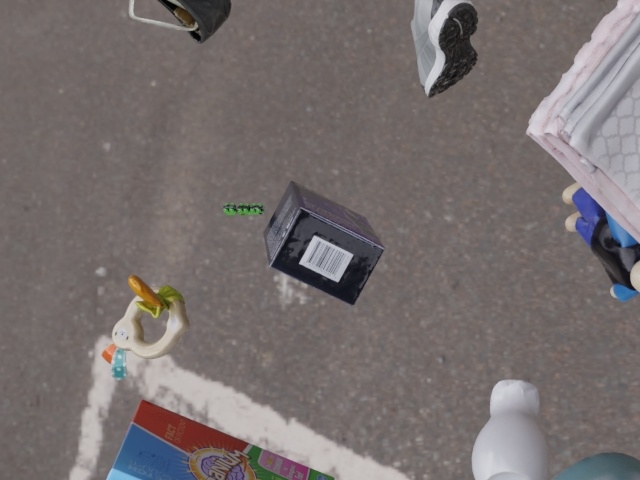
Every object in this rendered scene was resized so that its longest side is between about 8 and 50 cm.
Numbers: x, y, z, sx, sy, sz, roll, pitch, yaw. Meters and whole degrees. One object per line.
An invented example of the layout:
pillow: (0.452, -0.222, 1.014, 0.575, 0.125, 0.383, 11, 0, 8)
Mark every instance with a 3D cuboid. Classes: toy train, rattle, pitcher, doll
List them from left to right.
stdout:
rattle: (-0.329, 0.151, 1.645, 0.199, 0.143, 0.130, -29, 79, 18)
toy train: (-0.138, -0.055, 1.773, 0.083, 0.024, 0.017, 2, 57, 22)
pitcher: (0.320, 0.364, 1.649, 0.125, 0.207, 0.178, 3, 121, 11)
doll: (0.308, 0.000, 1.033, 0.189, 0.046, 0.129, -109, 4, -60)

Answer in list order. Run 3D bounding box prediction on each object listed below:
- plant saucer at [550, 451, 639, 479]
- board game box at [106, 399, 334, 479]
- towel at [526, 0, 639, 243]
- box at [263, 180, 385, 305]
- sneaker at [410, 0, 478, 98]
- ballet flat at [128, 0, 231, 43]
plant saucer: (0.354, 0.430, 1.254, 0.043, 0.317, 0.318, 18, 100, 58)
board game box: (-0.132, 0.348, 1.354, 0.242, 0.316, 0.064, -98, 32, -78)
towel: (0.348, -0.124, 0.727, 0.332, 0.317, 0.053, -54, 33, 4)
box: (0.000, 0.000, 1.578, 0.108, 0.153, 0.207, -62, 14, 11)
sneaker: (0.206, -0.346, 1.690, 0.108, 0.100, 0.271, 52, 167, 23)
ballet flat: (-0.244, -0.345, 1.276, 0.096, 0.280, 0.095, -65, 24, -3)
